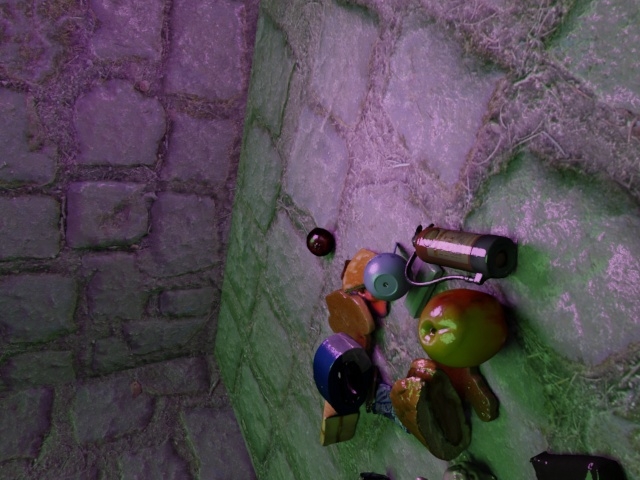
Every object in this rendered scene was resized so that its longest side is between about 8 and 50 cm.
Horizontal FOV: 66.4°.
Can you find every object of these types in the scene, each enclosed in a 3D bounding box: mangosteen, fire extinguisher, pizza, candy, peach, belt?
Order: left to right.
[{"bbox_3d":[0.000,0.000,2.145,0.140,0.140,0.139,17,109,61],"label":"mangosteen"},{"bbox_3d":[0.091,0.525,1.908,0.117,0.213,0.346,37,144,49],"label":"belt"},{"bbox_3d":[0.173,0.104,1.834,0.262,0.034,0.181,-21,47,55],"label":"pizza"},{"bbox_3d":[0.259,0.593,1.780,0.275,0.070,0.145,175,98,-68],"label":"candy"},{"bbox_3d":[0.353,0.044,1.394,0.113,0.200,0.376,55,163,-22],"label":"fire extinguisher"},{"bbox_3d":[0.383,0.233,1.317,0.231,0.231,0.230,17,109,61],"label":"peach"}]

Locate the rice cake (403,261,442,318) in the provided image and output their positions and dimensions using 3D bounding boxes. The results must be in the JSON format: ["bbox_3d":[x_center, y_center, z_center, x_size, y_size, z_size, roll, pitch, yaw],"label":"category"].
[{"bbox_3d":[0.329,0.154,1.596,0.080,0.042,0.221,56,142,42],"label":"rice cake"}]

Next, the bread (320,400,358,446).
[{"bbox_3d":[0.030,0.744,2.142,0.264,0.163,0.167,38,128,56],"label":"bread"}]

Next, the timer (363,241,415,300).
[{"bbox_3d":[0.247,0.108,1.612,0.176,0.256,0.175,10,107,35],"label":"timer"}]

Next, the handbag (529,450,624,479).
[{"bbox_3d":[0.596,0.616,1.107,0.223,0.080,0.246,-40,59,59],"label":"handbag"}]

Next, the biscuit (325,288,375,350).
[{"bbox_3d":[0.120,0.324,1.983,0.269,0.051,0.376,66,155,7],"label":"biscuit"}]

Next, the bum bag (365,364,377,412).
[{"bbox_3d":[0.196,0.569,1.879,0.109,0.026,0.159,-68,-14,-72],"label":"bum bag"}]

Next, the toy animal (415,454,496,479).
[{"bbox_3d":[0.455,0.775,1.368,0.308,0.188,0.266,15,129,50],"label":"toy animal"}]

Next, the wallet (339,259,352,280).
[{"bbox_3d":[0.139,0.123,1.959,0.176,0.026,0.095,-3,69,61],"label":"wallet"}]

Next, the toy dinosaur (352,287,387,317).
[{"bbox_3d":[0.195,0.231,1.872,0.138,0.070,0.286,61,153,-2],"label":"toy dinosaur"}]

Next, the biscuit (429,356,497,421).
[{"bbox_3d":[0.414,0.399,1.466,0.319,0.047,0.183,48,139,50],"label":"biscuit"}]

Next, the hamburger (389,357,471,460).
[{"bbox_3d":[0.310,0.499,1.484,0.209,0.162,0.329,21,143,61],"label":"hamburger"}]

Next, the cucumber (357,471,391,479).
[{"bbox_3d":[0.220,0.945,1.841,0.086,0.193,0.115,-12,55,61],"label":"cucumber"}]
